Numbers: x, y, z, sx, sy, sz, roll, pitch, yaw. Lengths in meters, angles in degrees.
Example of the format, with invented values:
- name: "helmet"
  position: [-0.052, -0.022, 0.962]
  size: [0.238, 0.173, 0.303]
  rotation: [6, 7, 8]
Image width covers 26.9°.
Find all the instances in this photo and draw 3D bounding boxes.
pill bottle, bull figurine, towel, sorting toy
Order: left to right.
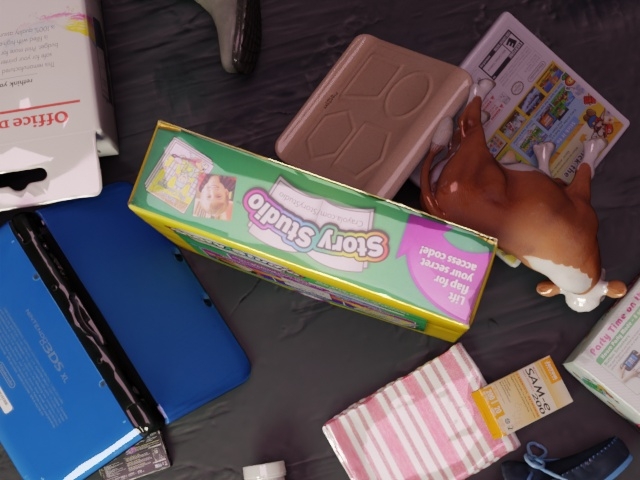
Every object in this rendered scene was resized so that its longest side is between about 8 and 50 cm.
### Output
- name: "pill bottle"
  position: [-0.057, 0.318, 1.548]
  size: [0.067, 0.067, 0.120]
  rotation: [-9, 82, 2]
- name: "sorting toy"
  position: [0.063, -0.141, 1.578]
  size: [0.193, 0.038, 0.208]
  rotation: [-53, 42, -5]
- name: "towel"
  position: [0.119, 0.228, 1.571]
  size: [0.197, 0.029, 0.144]
  rotation: [-30, 82, -2]
- name: "bull figurine"
  position: [0.237, -0.044, 1.503]
  size: [0.310, 0.101, 0.188]
  rotation: [25, 64, -35]

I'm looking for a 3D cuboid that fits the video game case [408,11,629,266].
- name: "video game case"
  position: [0.223, -0.119, 1.588]
  size: [0.206, 0.026, 0.227]
  rotation: [40, 85, -10]

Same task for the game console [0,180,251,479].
- name: "game console"
  position: [-0.273, 0.111, 1.570]
  size: [0.250, 0.173, 0.293]
  rotation: [-35, 80, 13]

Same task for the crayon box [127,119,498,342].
- name: "crayon box"
  position: [0.000, 0.000, 1.466]
  size: [0.363, 0.313, 0.106]
  rotation: [19, 84, 5]

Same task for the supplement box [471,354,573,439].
- name: "supplement box"
  position: [0.234, 0.182, 1.556]
  size: [0.098, 0.036, 0.062]
  rotation: [-24, 81, -16]

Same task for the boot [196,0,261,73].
- name: "boot"
  position: [-0.160, -0.311, 1.647]
  size: [0.161, 0.083, 0.246]
  rotation: [-6, 76, 9]

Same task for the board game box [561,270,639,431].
- name: "board game box"
  position: [0.467, 0.155, 1.530]
  size: [0.303, 0.097, 0.224]
  rotation: [40, 85, 6]

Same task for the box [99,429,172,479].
- name: "box"
  position: [-0.226, 0.250, 1.591]
  size: [0.083, 0.018, 0.067]
  rotation: [-20, 81, 0]

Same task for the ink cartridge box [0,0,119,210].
- name: "ink cartridge box"
  position: [-0.362, -0.199, 1.609]
  size: [0.207, 0.119, 0.353]
  rotation: [-8, 79, 2]

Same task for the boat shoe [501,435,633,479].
- name: "boat shoe"
  position: [0.229, 0.287, 1.520]
  size: [0.258, 0.109, 0.089]
  rotation: [-31, 78, -4]
